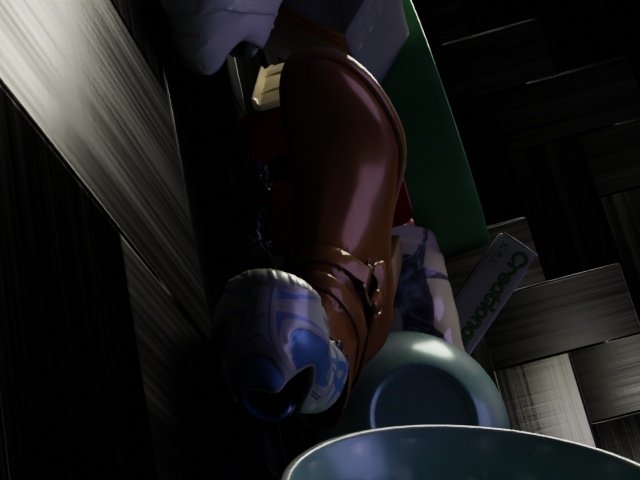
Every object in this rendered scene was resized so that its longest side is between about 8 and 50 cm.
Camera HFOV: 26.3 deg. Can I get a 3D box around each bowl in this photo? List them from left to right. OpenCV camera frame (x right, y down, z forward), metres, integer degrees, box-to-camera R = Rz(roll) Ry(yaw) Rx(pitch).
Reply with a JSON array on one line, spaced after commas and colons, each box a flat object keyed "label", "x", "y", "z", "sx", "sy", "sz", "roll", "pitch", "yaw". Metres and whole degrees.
[{"label": "bowl", "x": 0.120, "y": 0.261, "z": 1.007, "sx": 0.311, "sy": 0.312, "sz": 0.163, "roll": -82, "pitch": 176, "yaw": -77}]

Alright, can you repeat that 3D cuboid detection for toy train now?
[{"label": "toy train", "x": -0.059, "y": -0.032, "z": 1.205, "sx": 0.036, "sy": 0.027, "sz": 0.158, "roll": 61, "pitch": 11, "yaw": -23}]

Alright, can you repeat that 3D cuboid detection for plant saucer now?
[{"label": "plant saucer", "x": 0.091, "y": 0.171, "z": 1.278, "sx": 0.037, "sy": 0.195, "sz": 0.195, "roll": 122, "pitch": -42, "yaw": -64}]

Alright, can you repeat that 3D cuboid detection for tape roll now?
[{"label": "tape roll", "x": 0.107, "y": -0.135, "z": 1.567, "sx": 0.321, "sy": 0.077, "sz": 0.321, "roll": -19, "pitch": 90, "yaw": -85}]

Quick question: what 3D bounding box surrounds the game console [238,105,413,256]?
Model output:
[{"label": "game console", "x": 0.004, "y": -0.070, "z": 1.322, "sx": 0.085, "sy": 0.144, "sz": 0.124, "roll": 71, "pitch": 6, "yaw": -47}]

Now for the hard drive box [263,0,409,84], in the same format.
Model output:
[{"label": "hard drive box", "x": -0.019, "y": -0.237, "z": 1.317, "sx": 0.089, "sy": 0.181, "sz": 0.232, "roll": -61, "pitch": 168, "yaw": -4}]

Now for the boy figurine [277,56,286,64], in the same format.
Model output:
[{"label": "boy figurine", "x": -0.045, "y": -0.326, "z": 1.781, "sx": 0.177, "sy": 0.092, "sz": 0.285, "roll": 29, "pitch": -45, "yaw": 61}]

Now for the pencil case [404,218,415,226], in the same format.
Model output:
[{"label": "pencil case", "x": 0.094, "y": 0.026, "z": 2.007, "sx": 0.160, "sy": 0.167, "sz": 0.386, "roll": 40, "pitch": 2, "yaw": 5}]

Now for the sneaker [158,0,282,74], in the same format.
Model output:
[{"label": "sneaker", "x": -0.062, "y": -0.213, "z": 1.131, "sx": 0.232, "sy": 0.090, "sz": 0.115, "roll": -46, "pitch": 145, "yaw": -44}]

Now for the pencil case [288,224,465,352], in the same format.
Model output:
[{"label": "pencil case", "x": 0.083, "y": 0.175, "z": 1.395, "sx": 0.183, "sy": 0.160, "sz": 0.410, "roll": 121, "pitch": -42, "yaw": -65}]

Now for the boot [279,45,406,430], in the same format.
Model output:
[{"label": "boot", "x": 0.000, "y": 0.000, "z": 1.171, "sx": 0.220, "sy": 0.109, "sz": 0.283, "roll": -65, "pitch": 155, "yaw": -51}]

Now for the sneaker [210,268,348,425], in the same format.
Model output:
[{"label": "sneaker", "x": -0.030, "y": 0.088, "z": 0.924, "sx": 0.237, "sy": 0.085, "sz": 0.086, "roll": 71, "pitch": 31, "yaw": -71}]

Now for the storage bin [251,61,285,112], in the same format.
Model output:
[{"label": "storage bin", "x": 0.017, "y": -0.087, "z": 1.648, "sx": 0.260, "sy": 0.123, "sz": 0.262, "roll": -87, "pitch": 161, "yaw": -73}]

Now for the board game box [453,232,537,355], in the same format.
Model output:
[{"label": "board game box", "x": 0.143, "y": 0.131, "z": 1.600, "sx": 0.053, "sy": 0.305, "sz": 0.193, "roll": 35, "pitch": 1, "yaw": 6}]
